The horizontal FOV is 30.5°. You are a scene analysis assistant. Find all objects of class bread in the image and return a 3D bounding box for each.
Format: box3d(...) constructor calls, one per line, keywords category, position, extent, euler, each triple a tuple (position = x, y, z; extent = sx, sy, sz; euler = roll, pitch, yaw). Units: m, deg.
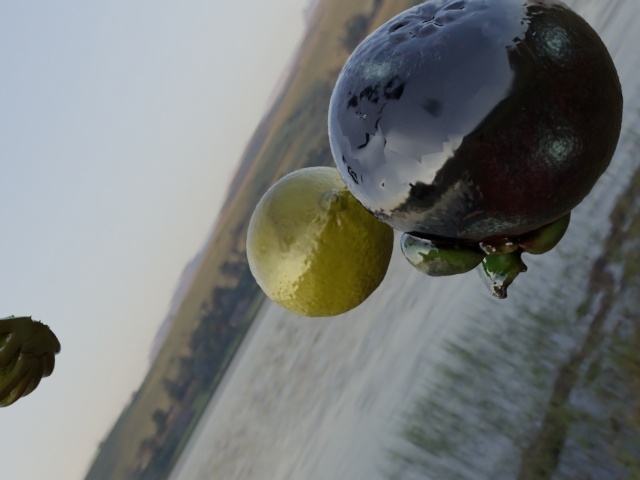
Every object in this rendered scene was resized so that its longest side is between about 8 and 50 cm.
box3d(category="bread", position=(-0.321, 0.118, 1.159), extent=(0.157, 0.083, 0.094), euler=(55, -137, -52))

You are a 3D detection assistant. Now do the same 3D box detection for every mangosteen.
box3d(category="mangosteen", position=(0.123, -0.080, 0.870), extent=(0.216, 0.216, 0.216), euler=(-61, 1, 2))

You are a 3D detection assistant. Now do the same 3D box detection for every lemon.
box3d(category="lemon", position=(0.000, 0.000, 1.411), extent=(0.203, 0.178, 0.178), euler=(104, -168, -60))
